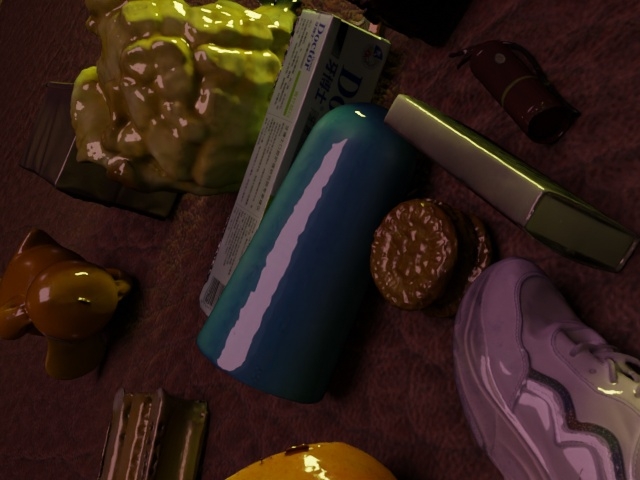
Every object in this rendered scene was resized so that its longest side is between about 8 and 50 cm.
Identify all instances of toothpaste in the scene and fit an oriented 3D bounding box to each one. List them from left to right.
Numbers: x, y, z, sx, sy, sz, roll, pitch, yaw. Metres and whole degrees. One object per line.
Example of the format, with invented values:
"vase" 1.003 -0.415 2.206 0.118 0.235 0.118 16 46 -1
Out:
"toothpaste" -0.031 -0.065 0.784 0.067 0.081 0.336 33 105 52

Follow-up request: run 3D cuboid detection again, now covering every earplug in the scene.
"earplug" 0.000 0.000 0.700 0.132 0.132 0.273 31 96 54

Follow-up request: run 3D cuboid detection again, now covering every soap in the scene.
"soap" -0.209 0.295 0.884 0.135 0.076 0.233 -13 64 50

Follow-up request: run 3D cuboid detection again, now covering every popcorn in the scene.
"popcorn" -0.158 -0.174 0.879 0.293 0.293 0.237 39 125 52

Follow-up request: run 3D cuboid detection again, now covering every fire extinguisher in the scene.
"fire extinguisher" 0.157 -0.132 0.618 0.056 0.039 0.132 -27 46 3

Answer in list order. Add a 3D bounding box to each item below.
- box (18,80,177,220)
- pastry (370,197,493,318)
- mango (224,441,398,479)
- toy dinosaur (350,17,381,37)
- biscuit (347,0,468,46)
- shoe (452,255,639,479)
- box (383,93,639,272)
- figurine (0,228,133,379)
"box" -0.321 -0.138 1.127 0.252 0.188 0.153 22 93 52
"pastry" 0.090 0.014 0.627 0.109 0.057 0.097 -1 76 54
"mango" 0.008 0.280 0.528 0.138 0.187 0.257 92 156 -49
"toy dinosaur" 0.078 -0.284 0.791 0.187 0.044 0.106 -41 52 24
"biscuit" 0.155 -0.359 0.660 0.388 0.107 0.073 -58 41 18
"shoe" 0.170 0.108 0.459 0.138 0.095 0.245 -33 54 36
"box" 0.133 -0.046 0.547 0.036 0.115 0.177 -59 37 15
"figurine" -0.399 0.089 1.136 0.228 0.215 0.215 40 108 38
